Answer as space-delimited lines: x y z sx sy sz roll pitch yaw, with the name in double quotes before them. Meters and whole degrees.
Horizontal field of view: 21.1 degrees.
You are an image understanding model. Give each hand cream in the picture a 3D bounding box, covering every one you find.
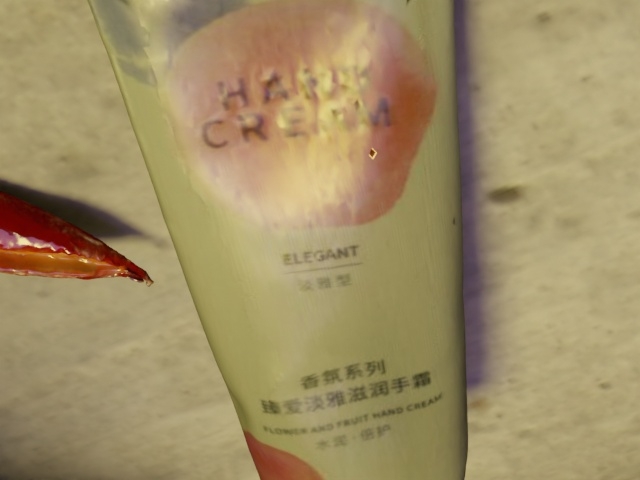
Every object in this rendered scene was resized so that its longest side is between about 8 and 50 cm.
"hand cream" 0.000 0.000 0.594 0.124 0.077 0.340 -7 131 5

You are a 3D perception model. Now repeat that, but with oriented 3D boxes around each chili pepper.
"chili pepper" -0.143 -0.009 0.598 0.178 0.027 0.045 11 138 -14
